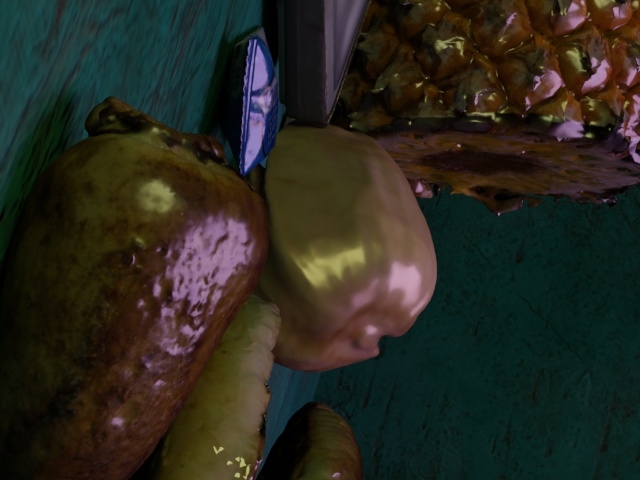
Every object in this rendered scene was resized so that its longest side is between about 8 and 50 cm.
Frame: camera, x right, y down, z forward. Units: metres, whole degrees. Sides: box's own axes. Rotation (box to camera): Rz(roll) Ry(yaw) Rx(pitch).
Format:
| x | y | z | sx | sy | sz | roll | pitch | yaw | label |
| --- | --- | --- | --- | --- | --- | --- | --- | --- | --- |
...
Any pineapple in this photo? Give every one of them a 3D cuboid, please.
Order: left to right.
| x | y | z | sx | sy | sz | roll | pitch | yaw | label |
| --- | --- | --- | --- | --- | --- | --- | --- | --- | --- |
| 0.160 | -0.189 | 1.482 | 0.352 | 0.352 | 0.300 | 92 | 1 | -72 | pineapple |

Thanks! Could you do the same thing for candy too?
| x | y | z | sx | sy | sz | roll | pitch | yaw | label |
| --- | --- | --- | --- | --- | --- | --- | --- | --- | --- |
| -0.046 | -0.091 | 1.047 | 0.136 | 0.038 | 0.088 | -90 | -179 | -80 | candy |

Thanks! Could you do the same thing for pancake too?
| x | y | z | sx | sy | sz | roll | pitch | yaw | label |
| --- | --- | --- | --- | --- | --- | --- | --- | --- | --- |
| -0.105 | 0.210 | 1.039 | 0.387 | 0.082 | 0.387 | -160 | -90 | -88 | pancake |
| -0.056 | 0.275 | 1.124 | 0.305 | 0.067 | 0.427 | -62 | -176 | 12 | pancake |

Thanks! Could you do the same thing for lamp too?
| x | y | z | sx | sy | sz | roll | pitch | yaw | label |
| --- | --- | --- | --- | --- | --- | --- | --- | --- | --- |
| 0.025 | -0.256 | 1.168 | 0.266 | 0.047 | 0.269 | 93 | 14 | -62 | lamp |

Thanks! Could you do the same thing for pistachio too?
| x | y | z | sx | sy | sz | roll | pitch | yaw | label |
| --- | --- | --- | --- | --- | --- | --- | --- | --- | --- |
| 0.000 | 0.000 | 1.191 | 0.229 | 0.157 | 0.157 | -102 | -159 | -54 | pistachio |

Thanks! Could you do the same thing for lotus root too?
| x | y | z | sx | sy | sz | roll | pitch | yaw | label |
| --- | --- | --- | --- | --- | --- | --- | --- | --- | --- |
| -0.087 | 0.043 | 0.655 | 0.108 | 0.094 | 0.191 | 16 | 96 | -51 | lotus root |

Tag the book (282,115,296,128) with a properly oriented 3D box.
| x | y | z | sx | sy | sz | roll | pitch | yaw | label |
| --- | --- | --- | --- | --- | --- | --- | --- | --- | --- |
| -0.040 | -0.023 | 1.463 | 0.138 | 0.016 | 0.199 | -54 | 160 | -77 | book |
